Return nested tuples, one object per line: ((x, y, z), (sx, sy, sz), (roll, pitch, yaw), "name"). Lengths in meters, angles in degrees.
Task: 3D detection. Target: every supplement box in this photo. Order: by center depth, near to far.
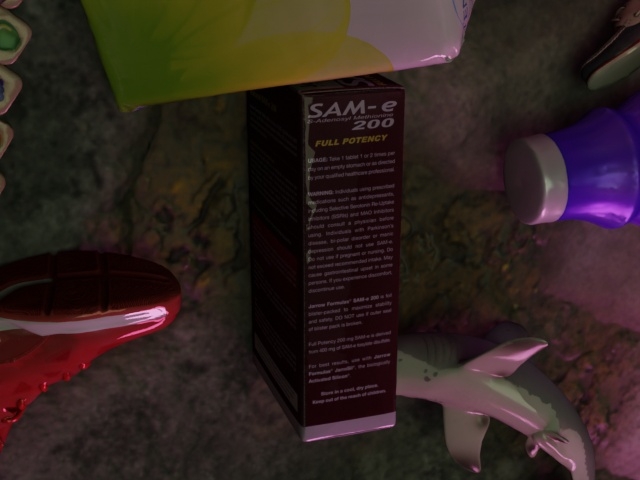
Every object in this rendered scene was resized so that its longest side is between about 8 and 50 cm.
((0.000, 0.000, 0.731), (0.073, 0.130, 0.239), (-7, 112, -18), "supplement box")

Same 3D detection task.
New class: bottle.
((0.283, -0.066, 0.828), (0.283, 0.092, 0.118), (-10, 111, -16), "bottle")

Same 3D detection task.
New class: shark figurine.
((0.165, 0.128, 0.858), (0.278, 0.116, 0.166), (41, 126, -19), "shark figurine")

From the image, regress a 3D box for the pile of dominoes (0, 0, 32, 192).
((-0.263, -0.107, 0.591), (0.196, 0.040, 0.251), (8, 106, -22), "pile of dominoes")

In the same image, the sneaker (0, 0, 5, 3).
((-0.235, -0.221, 0.531), (0.130, 0.087, 0.227), (-13, 122, 2), "sneaker")

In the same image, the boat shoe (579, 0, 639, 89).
((0.249, -0.168, 0.809), (0.137, 0.049, 0.043), (-38, 74, -1), "boat shoe")

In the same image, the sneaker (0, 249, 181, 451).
((-0.201, 0.086, 0.730), (0.221, 0.087, 0.128), (-6, 120, -4), "sneaker")

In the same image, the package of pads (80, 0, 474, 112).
((-0.043, -0.229, 0.586), (0.229, 0.101, 0.296), (-5, 123, 18), "package of pads")

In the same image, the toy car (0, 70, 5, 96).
((-0.300, -0.182, 0.604), (0.239, 0.053, 0.224), (3, 107, -21), "toy car")
